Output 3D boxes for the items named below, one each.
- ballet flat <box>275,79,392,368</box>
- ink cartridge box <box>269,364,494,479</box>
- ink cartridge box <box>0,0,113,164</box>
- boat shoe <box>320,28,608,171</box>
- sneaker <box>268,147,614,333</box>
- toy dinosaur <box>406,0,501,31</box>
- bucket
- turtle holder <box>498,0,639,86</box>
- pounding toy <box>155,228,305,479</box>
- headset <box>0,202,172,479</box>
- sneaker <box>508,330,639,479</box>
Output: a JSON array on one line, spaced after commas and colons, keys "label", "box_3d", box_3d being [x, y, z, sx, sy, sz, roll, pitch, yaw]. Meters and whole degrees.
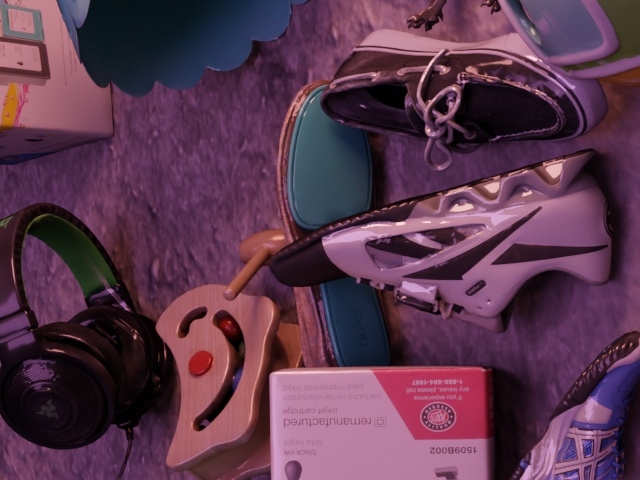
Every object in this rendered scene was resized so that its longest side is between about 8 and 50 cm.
[{"label": "ballet flat", "box_3d": [0.000, 0.000, 1.781, 0.106, 0.107, 0.316, 159, 108, -66]}, {"label": "ink cartridge box", "box_3d": [0.061, 0.259, 1.647, 0.207, 0.117, 0.283, -2, 87, 5]}, {"label": "ink cartridge box", "box_3d": [-0.410, -0.203, 2.034, 0.198, 0.270, 0.197, -12, 82, 42]}, {"label": "boat shoe", "box_3d": [0.122, -0.130, 1.637, 0.306, 0.105, 0.113, 18, 143, 41]}, {"label": "sneaker", "box_3d": [0.110, 0.025, 1.629, 0.330, 0.122, 0.146, -14, 94, 23]}, {"label": "toy dinosaur", "box_3d": [0.131, -0.269, 1.692, 0.268, 0.064, 0.118, -16, 72, 37]}, {"label": "bucket", "box_3d": [-0.158, -0.304, 1.817, 0.281, 0.281, 0.183, -47, 59, 31]}, {"label": "turtle holder", "box_3d": [0.284, -0.229, 1.466, 0.320, 0.243, 0.227, 37, 139, -7]}, {"label": "pounding toy", "box_3d": [-0.114, 0.110, 1.814, 0.154, 0.155, 0.269, -9, 55, 31]}, {"label": "headset", "box_3d": [-0.228, 0.139, 1.914, 0.185, 0.243, 0.394, -21, 90, 20]}, {"label": "sneaker", "box_3d": [0.245, 0.173, 1.581, 0.081, 0.080, 0.211, 34, 114, 14]}]
